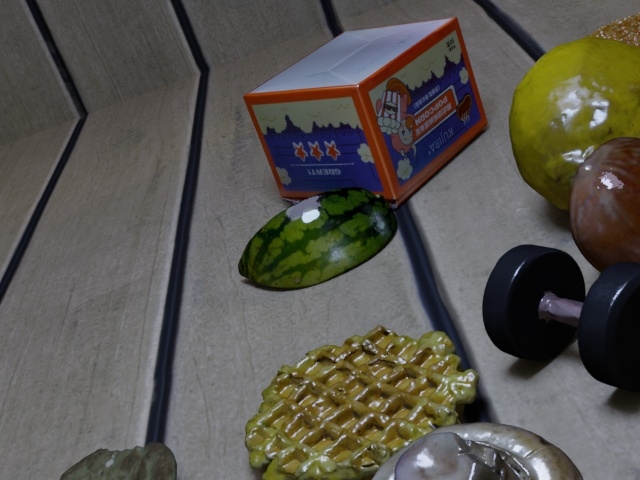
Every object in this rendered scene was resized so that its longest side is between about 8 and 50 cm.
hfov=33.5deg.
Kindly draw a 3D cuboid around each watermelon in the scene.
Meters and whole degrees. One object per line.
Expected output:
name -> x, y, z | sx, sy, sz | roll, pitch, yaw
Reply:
watermelon -> -0.006, -0.020, 1.873 | 0.303, 0.128, 0.159 | -25, 23, -8

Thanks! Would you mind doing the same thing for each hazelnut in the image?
hazelnut -> 0.433, -0.040, 1.463 | 0.176, 0.214, 0.214 | -41, 5, 43

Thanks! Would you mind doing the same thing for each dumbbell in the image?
dumbbell -> 0.326, 0.092, 1.325 | 0.152, 0.152, 0.218 | -34, 26, -27

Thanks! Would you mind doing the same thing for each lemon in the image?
lemon -> 0.428, -0.181, 1.684 | 0.285, 0.285, 0.316 | 4, 14, 45

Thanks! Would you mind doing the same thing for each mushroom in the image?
mushroom -> 0.143, 0.275, 1.049 | 0.255, 0.184, 0.255 | -27, 29, 17

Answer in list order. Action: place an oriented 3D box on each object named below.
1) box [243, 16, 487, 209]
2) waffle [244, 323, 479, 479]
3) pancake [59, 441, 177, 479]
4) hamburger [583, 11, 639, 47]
box -> 0.096, -0.257, 2.144 | 0.319, 0.256, 0.349 | 3, 33, 42
waffle -> 0.053, 0.215, 1.394 | 0.325, 0.068, 0.302 | -13, 25, 15
pancake -> -0.295, 0.352, 1.421 | 0.236, 0.042, 0.222 | -21, 28, 8
hamburger -> 0.607, -0.315, 1.942 | 0.302, 0.170, 0.302 | -18, 25, 9
